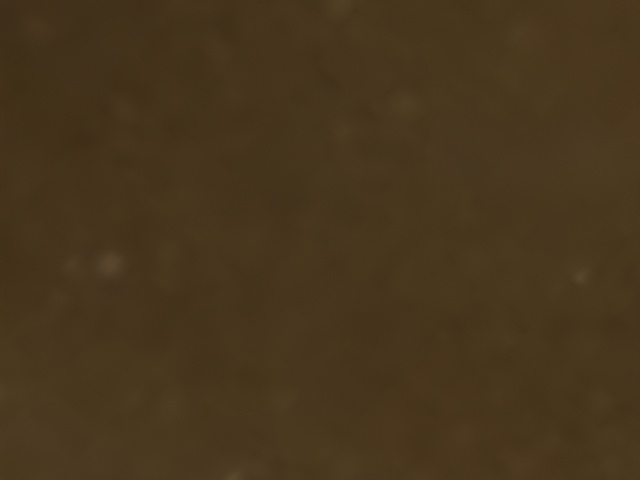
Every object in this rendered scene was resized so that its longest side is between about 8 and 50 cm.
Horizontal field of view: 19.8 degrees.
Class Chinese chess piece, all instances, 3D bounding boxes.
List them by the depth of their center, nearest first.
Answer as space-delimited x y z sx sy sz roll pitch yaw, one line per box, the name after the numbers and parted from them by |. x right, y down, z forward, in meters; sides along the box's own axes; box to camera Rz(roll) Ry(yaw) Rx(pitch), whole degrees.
0.000 0.000 0.454 0.338 0.140 0.338 -1 -70 -3 | Chinese chess piece
